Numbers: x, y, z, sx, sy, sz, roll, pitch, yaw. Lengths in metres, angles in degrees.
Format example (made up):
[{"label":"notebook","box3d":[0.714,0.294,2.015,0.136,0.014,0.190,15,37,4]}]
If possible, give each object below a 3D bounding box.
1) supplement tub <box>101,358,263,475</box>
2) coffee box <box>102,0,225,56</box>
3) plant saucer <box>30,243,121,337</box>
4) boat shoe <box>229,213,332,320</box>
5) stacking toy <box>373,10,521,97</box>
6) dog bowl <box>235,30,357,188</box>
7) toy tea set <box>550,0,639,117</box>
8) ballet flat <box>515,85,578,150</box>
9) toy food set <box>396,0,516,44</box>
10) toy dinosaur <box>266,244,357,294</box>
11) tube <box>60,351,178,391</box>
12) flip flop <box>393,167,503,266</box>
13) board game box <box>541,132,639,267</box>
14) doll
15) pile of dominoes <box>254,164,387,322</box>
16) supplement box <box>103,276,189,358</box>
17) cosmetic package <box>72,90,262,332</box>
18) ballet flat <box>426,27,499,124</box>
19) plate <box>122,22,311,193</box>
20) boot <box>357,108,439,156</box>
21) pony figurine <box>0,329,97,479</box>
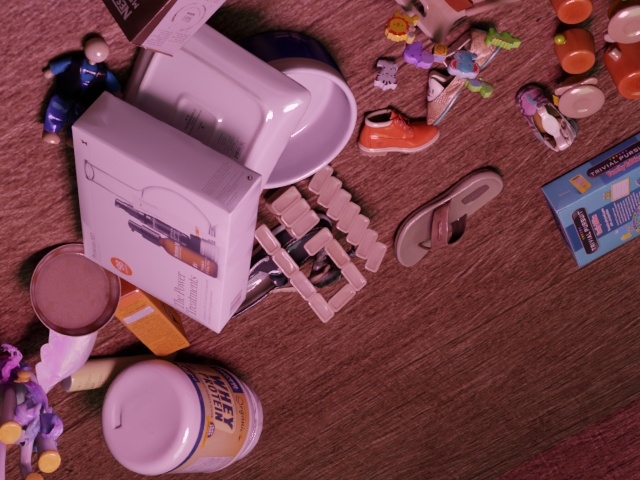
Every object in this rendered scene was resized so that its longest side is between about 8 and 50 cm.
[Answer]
[{"label":"supplement tub","box3d":[-0.277,0.367,2.304,0.228,0.228,0.316,-37,157,16]},{"label":"coffee box","box3d":[-0.187,-0.393,1.533,0.246,0.141,0.098,-43,158,22]},{"label":"plant saucer","box3d":[-0.444,0.090,2.005,0.168,0.168,0.029,1,176,-30]},{"label":"boat shoe","box3d":[-0.097,0.059,2.178,0.302,0.091,0.114,-35,142,13]},{"label":"stacking toy","box3d":[0.202,-0.298,1.846,0.221,0.052,0.167,9,157,-4]},{"label":"dog bowl","box3d":[-0.079,-0.214,1.851,0.265,0.104,0.265,-15,142,-12]},{"label":"toy tea set","box3d":[0.501,-0.373,1.990,0.200,0.124,0.336,-11,142,10]},{"label":"ballet flat","box3d":[0.447,-0.221,2.149,0.077,0.079,0.221,-36,142,16]},{"label":"toy food set","box3d":[0.273,-0.410,1.741,0.306,0.092,0.220,-12,151,31]},{"label":"toy dinosaur","box3d":[0.010,0.054,2.172,0.118,0.064,0.268,-50,160,27]},{"label":"tube","box3d":[-0.413,0.268,2.290,0.240,0.062,0.070,-2,-179,-37]},{"label":"flip flop","box3d":[0.264,-0.037,2.269,0.277,0.080,0.112,-38,141,17]},{"label":"board game box","box3d":[0.668,-0.107,2.405,0.336,0.079,0.254,-29,143,7]},{"label":"doll","box3d":[-0.368,-0.232,1.720,0.129,0.046,0.189,11,125,-25]},{"label":"pile of dominoes","box3d":[0.000,0.000,2.099,0.196,0.040,0.251,-42,112,-12]},{"label":"supplement box","box3d":[-0.340,0.140,2.156,0.080,0.078,0.233,-28,142,5]},{"label":"cosmetic package","box3d":[-0.251,-0.034,1.798,0.097,0.284,0.377,-53,166,-31]},{"label":"ballet flat","box3d":[0.233,-0.296,1.969,0.067,0.073,0.206,29,119,-15]},{"label":"plate","box3d":[-0.187,-0.190,1.727,0.278,0.045,0.277,33,126,2]},{"label":"boot","box3d":[0.148,-0.204,2.028,0.158,0.059,0.084,-11,136,-16]},{"label":"pony figurine","box3d":[-0.560,0.277,2.037,0.303,0.363,0.351,6,118,-24]}]
